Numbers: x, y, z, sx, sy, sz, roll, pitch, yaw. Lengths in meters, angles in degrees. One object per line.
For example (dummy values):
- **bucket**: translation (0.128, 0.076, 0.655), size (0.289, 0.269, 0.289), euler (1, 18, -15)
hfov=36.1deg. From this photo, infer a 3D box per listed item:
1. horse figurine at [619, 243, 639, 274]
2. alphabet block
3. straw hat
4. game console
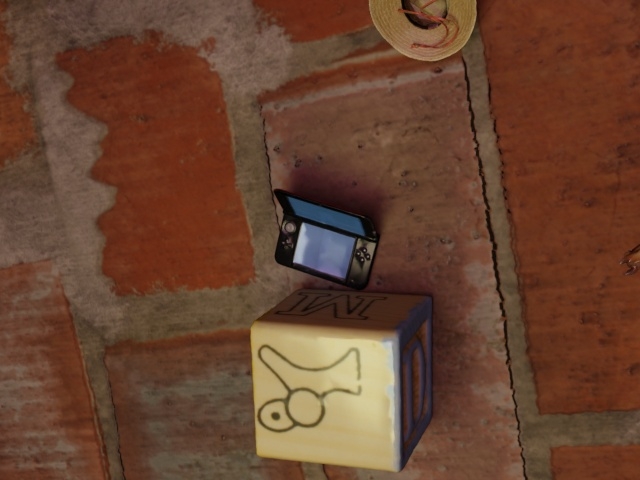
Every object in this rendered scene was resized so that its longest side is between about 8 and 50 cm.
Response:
- **horse figurine**: translation (0.479, -0.022, 1.124), size (0.263, 0.174, 0.066), euler (-6, 100, 20)
- **alphabet block**: translation (0.034, 0.179, 1.308), size (0.197, 0.193, 0.193), euler (3, 101, 19)
- **straw hat**: translation (0.135, -0.307, 1.256), size (0.144, 0.061, 0.145), euler (7, 119, 13)
- **game console**: translation (0.000, 0.000, 1.347), size (0.144, 0.085, 0.124), euler (18, 105, 16)
